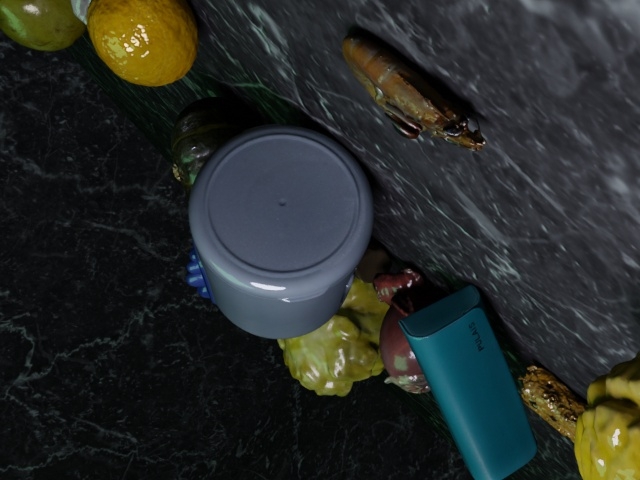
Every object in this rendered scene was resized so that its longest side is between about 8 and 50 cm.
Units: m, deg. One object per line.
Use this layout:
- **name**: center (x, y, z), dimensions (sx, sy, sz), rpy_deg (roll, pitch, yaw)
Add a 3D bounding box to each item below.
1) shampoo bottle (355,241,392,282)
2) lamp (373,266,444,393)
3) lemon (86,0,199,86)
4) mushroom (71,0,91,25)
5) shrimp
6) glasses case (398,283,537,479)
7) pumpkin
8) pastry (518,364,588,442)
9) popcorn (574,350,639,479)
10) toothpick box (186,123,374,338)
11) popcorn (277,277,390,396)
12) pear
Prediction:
- **shampoo bottle**: center (-0.013, -0.030, 1.335), dimensions (0.350, 0.084, 0.125), rpy_deg (36, 166, 42)
- **lamp**: center (0.172, 0.150, 1.175), dimensions (0.215, 0.151, 0.223), rpy_deg (64, -157, -49)
- **lemon**: center (-0.236, -0.281, 1.004), dimensions (0.142, 0.142, 0.187), rpy_deg (40, 175, 31)
- **mushroom**: center (-0.363, -0.417, 1.126), dimensions (0.099, 0.096, 0.278), rpy_deg (41, 167, 15)
- **shrimp**: center (0.081, -0.113, 0.659), dimensions (0.178, 0.034, 0.124), rpy_deg (42, 174, 27)
- **glasses case**: center (0.220, 0.212, 1.043), dimensions (0.301, 0.117, 0.070), rpy_deg (62, 179, -27)
- **pumpkin**: center (-0.170, -0.130, 1.244), dimensions (0.223, 0.157, 0.223), rpy_deg (-14, -90, -90)
- **pastry**: center (0.338, 0.237, 1.028), dimensions (0.140, 0.056, 0.080), rpy_deg (42, 160, 34)
- **popcorn**: center (0.307, 0.167, 0.544), dimensions (0.203, 0.226, 0.200), rpy_deg (10, -134, -22)
- **toothpick box**: center (-0.071, 0.016, 1.080), dimensions (0.263, 0.263, 0.354), rpy_deg (43, 163, 12)
- **popcorn**: center (0.041, 0.146, 1.366), dimensions (0.235, 0.241, 0.250), rpy_deg (8, -172, 35)
- **pear**: center (-0.561, -0.477, 1.487), dimensions (0.200, 0.200, 0.200), rpy_deg (44, 171, 8)
